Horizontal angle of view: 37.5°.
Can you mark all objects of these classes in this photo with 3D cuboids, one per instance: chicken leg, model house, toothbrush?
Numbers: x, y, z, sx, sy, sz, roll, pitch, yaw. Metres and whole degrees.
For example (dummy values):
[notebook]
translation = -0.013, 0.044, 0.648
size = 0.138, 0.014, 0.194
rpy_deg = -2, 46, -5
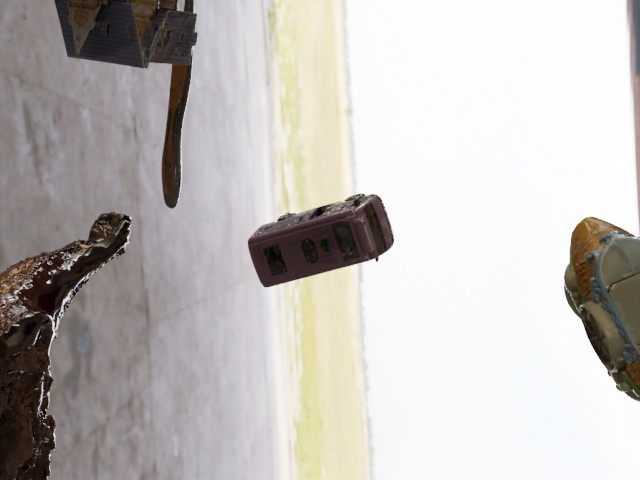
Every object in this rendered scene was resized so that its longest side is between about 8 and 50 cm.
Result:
[chicken leg]
translation = -0.158, 0.066, 0.490
size = 0.093, 0.053, 0.205
rpy_deg = 42, 65, -54
[model house]
translation = -0.160, -0.188, 0.762
size = 0.167, 0.117, 0.088
rpy_deg = -14, 113, -60
[toothbrush]
translation = -0.145, -0.165, 0.970
size = 0.031, 0.023, 0.321
rpy_deg = -33, 144, -41

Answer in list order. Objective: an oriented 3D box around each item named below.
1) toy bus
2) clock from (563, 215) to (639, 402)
[toy bus]
translation = 0.000, 0.000, 1.369
size = 0.108, 0.198, 0.096
rpy_deg = -42, 115, -68
[clock]
translation = 0.307, 0.076, 0.919
size = 0.144, 0.103, 0.231
rpy_deg = 71, -1, -68
